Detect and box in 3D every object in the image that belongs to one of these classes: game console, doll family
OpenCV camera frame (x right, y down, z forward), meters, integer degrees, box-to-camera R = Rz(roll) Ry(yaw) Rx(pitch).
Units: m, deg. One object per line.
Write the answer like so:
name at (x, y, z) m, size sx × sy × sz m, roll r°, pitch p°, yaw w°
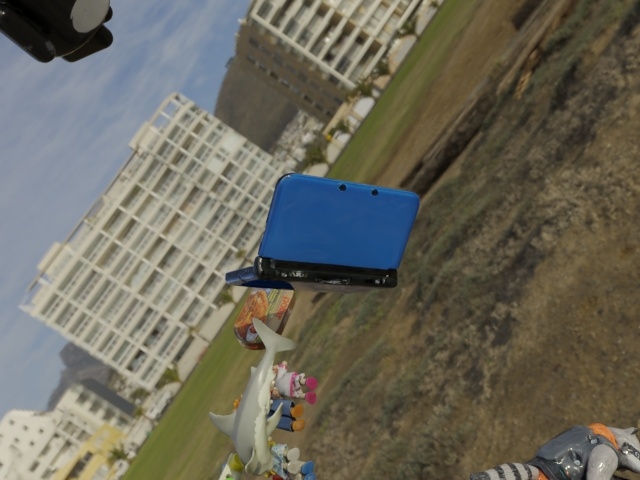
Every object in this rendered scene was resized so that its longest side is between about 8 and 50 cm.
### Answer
game console at (0.000, 0.000, 1.255) m, size 0.250 × 0.293 × 0.173 m, roll -15°, pitch 71°, yaw 60°
doll family at (-0.106, 0.376, 1.363) m, size 0.163 × 0.118 × 0.263 m, roll -4°, pitch 80°, yaw 40°

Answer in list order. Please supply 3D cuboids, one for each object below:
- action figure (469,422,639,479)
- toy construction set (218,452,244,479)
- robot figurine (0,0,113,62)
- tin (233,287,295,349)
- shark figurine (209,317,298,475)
action figure at (0.393, 0.377, 1.034) m, size 0.330 × 0.178 × 0.341 m, roll -18°, pitch 2°, yaw -29°
toy construction set at (-0.202, 0.538, 1.167) m, size 0.327 × 0.215 × 0.151 m, roll -28°, pitch -19°, yaw -40°
robot figurine at (-0.438, -0.389, 1.022) m, size 0.173 × 0.209 × 0.278 m, roll -52°, pitch -31°, yaw -3°
tin at (-0.120, 0.161, 1.492) m, size 0.190 × 0.106 × 0.040 m, roll -65°, pitch -33°, yaw -41°
shark figurine at (-0.130, 0.282, 1.161) m, size 0.166 × 0.116 × 0.278 m, roll -2°, pitch -80°, yaw -73°
